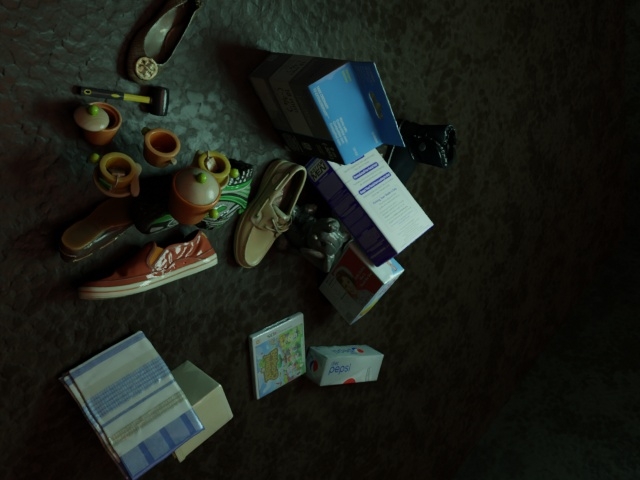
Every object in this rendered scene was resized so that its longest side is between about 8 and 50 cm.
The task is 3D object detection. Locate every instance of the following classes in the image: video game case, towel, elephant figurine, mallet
[{"bbox_3d":[-0.124,0.339,1.793,0.193,0.023,0.212,-22,120,-38],"label":"video game case"},{"bbox_3d":[-0.420,0.366,1.370,0.209,0.034,0.285,-32,84,-33],"label":"towel"},{"bbox_3d":[0.000,0.000,1.621,0.186,0.240,0.169,-2,107,-45],"label":"elephant figurine"},{"bbox_3d":[-0.398,-0.304,1.250,0.190,0.039,0.062,7,102,-43],"label":"mallet"}]

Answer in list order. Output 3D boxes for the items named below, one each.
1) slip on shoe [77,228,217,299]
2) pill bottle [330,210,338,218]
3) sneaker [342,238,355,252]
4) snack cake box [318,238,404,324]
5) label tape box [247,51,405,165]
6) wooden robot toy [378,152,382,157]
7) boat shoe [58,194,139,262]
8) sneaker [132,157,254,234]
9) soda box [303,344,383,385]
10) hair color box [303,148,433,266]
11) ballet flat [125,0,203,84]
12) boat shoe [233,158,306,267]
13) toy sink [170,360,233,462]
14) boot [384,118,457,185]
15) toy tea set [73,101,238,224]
[{"bbox_3d":[-0.386,0.056,1.360,0.331,0.123,0.101,-22,98,-38],"label":"slip on shoe"},{"bbox_3d":[0.069,-0.099,1.797,0.083,0.043,0.043,-41,131,-26],"label":"pill bottle"},{"bbox_3d":[0.109,0.071,1.884,0.063,0.073,0.162,-8,112,-43],"label":"sneaker"},{"bbox_3d":[0.110,0.113,1.754,0.089,0.152,0.264,-31,163,-35],"label":"snack cake box"},{"bbox_3d":[0.009,-0.306,1.437,0.106,0.334,0.240,-48,134,-21],"label":"label tape box"},{"bbox_3d":[0.174,-0.177,1.846,0.076,0.079,0.173,8,100,-47],"label":"wooden robot toy"},{"bbox_3d":[-0.459,-0.027,1.276,0.207,0.073,0.073,-38,167,-40],"label":"boat shoe"},{"bbox_3d":[-0.270,-0.075,1.370,0.344,0.134,0.146,-28,129,-49],"label":"sneaker"},{"bbox_3d":[0.077,0.402,1.972,0.286,0.091,0.098,9,99,-47],"label":"soda box"},{"bbox_3d":[0.130,-0.117,1.651,0.185,0.110,0.338,-34,87,-41],"label":"hair color box"},{"bbox_3d":[-0.316,-0.431,1.260,0.084,0.058,0.249,42,75,-45],"label":"ballet flat"},{"bbox_3d":[-0.128,-0.064,1.570,0.109,0.098,0.302,29,85,-47],"label":"boat shoe"},{"bbox_3d":[-0.362,0.437,1.497,0.234,0.153,0.131,-35,129,-32],"label":"toy sink"},{"bbox_3d":[0.303,-0.242,1.857,0.094,0.207,0.246,-3,108,-45],"label":"boot"},{"bbox_3d":[-0.322,-0.165,1.184,0.336,0.124,0.199,21,52,-16],"label":"toy tea set"}]
